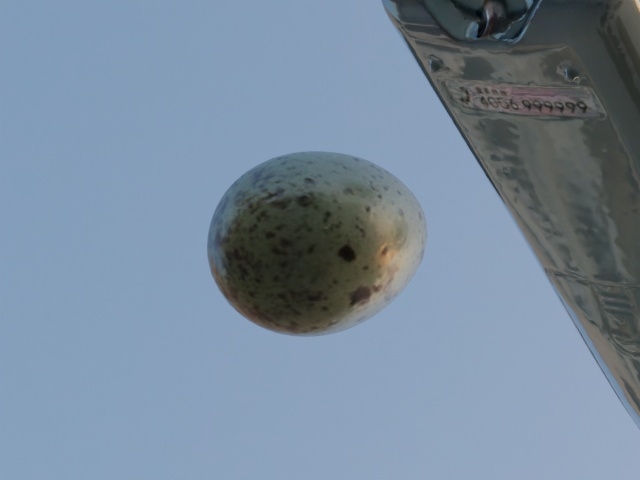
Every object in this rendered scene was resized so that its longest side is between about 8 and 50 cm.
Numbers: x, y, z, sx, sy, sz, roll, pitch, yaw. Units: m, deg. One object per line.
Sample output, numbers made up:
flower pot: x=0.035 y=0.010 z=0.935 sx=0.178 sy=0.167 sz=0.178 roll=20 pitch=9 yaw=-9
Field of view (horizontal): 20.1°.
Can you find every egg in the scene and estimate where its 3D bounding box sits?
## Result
egg: x=0.000 y=0.000 z=0.826 sx=0.110 sy=0.085 sz=0.085 roll=-19 pitch=-61 yaw=-36

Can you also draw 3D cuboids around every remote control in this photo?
remote control: x=0.120 y=0.006 z=0.691 sx=0.103 sy=0.051 sz=0.293 roll=8 pitch=-35 yaw=40
